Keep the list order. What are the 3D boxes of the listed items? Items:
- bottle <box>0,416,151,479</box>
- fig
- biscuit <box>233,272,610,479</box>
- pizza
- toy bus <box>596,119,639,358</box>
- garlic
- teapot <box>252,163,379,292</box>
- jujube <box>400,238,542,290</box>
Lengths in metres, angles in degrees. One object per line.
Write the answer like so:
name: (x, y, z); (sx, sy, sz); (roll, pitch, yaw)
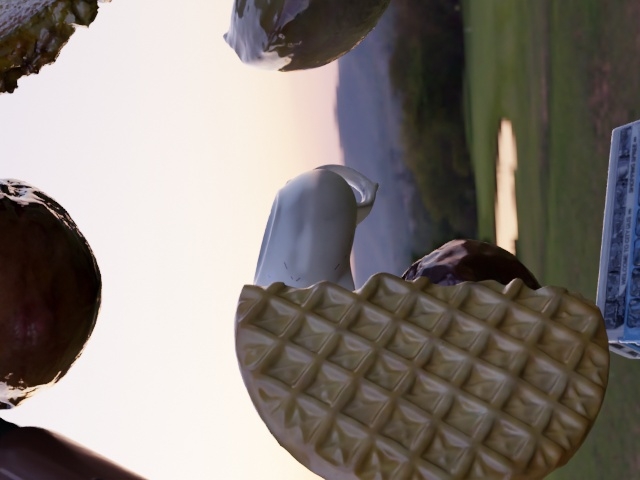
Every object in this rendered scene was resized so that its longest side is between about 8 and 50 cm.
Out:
bottle: (-0.231, 0.260, 1.102); (0.144, 0.336, 0.144); (-49, -27, -36)
fig: (-0.336, 0.042, 1.221); (0.224, 0.224, 0.263); (-89, -18, -51)
biscuit: (0.084, 0.112, 0.929); (0.040, 0.308, 0.205); (97, 174, -51)
pizza: (-0.308, -0.216, 1.211); (0.081, 0.228, 0.290); (54, -143, -35)
toy bus: (0.414, -0.006, 1.417); (0.106, 0.131, 0.297); (24, -113, -39)
garlic: (-0.027, -0.318, 1.133); (0.151, 0.196, 0.339); (-48, -37, -51)
teapot: (0.000, 0.000, 1.544); (0.208, 0.165, 0.300); (94, -167, -47)
jujube: (0.172, 0.122, 1.414); (0.213, 0.213, 0.232); (-90, 25, -47)
